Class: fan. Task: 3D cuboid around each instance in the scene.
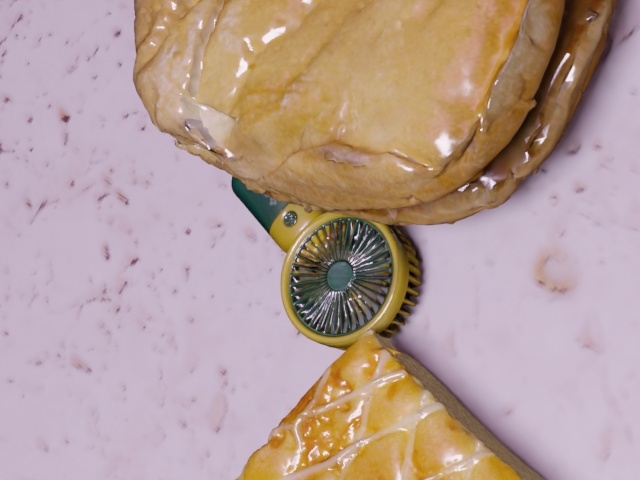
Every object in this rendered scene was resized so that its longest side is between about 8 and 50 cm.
[{"bbox_3d":[0.000,0.000,0.993,0.082,0.039,0.155,-48,58,13],"label":"fan"}]

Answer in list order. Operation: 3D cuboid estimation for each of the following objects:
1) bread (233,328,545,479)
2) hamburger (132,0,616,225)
[{"bbox_3d":[0.054,0.151,0.906,0.188,0.068,0.125,43,100,31],"label":"bread"},{"bbox_3d":[0.028,-0.141,0.953,0.283,0.144,0.260,24,93,29],"label":"hamburger"}]
